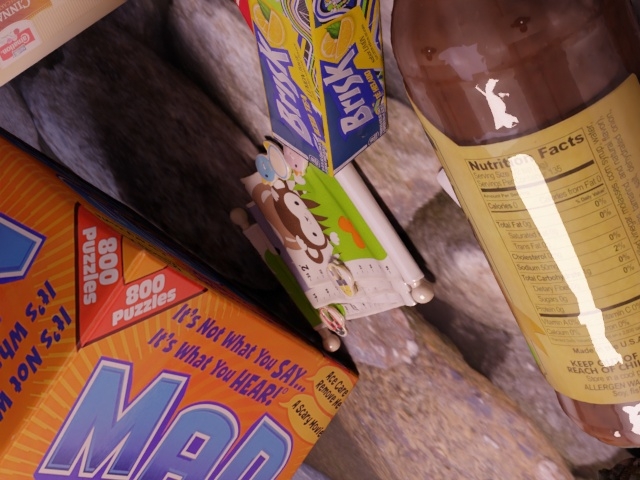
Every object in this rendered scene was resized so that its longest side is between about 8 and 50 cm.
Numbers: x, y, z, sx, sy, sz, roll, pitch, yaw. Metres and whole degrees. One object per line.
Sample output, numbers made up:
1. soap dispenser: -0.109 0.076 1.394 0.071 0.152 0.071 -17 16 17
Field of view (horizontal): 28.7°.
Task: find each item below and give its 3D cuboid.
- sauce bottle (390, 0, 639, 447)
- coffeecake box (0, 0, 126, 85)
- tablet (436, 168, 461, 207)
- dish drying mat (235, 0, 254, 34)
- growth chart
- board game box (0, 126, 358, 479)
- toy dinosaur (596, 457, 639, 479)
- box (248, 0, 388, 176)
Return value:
1. sauce bottle: 0.103 -0.063 0.572 0.111 0.111 0.344 13 136 55
2. coffeecake box: -0.262 -0.195 0.977 0.185 0.142 0.068 25 146 44
3. tablet: 0.100 -0.034 0.747 0.054 0.006 0.083 47 157 6
4. dish drying mat: -0.038 -0.141 0.827 0.032 0.008 0.083 10 135 55
5. growth chart: 0.000 0.000 0.964 0.172 0.021 0.237 52 156 -2
6. board game box: -0.262 0.126 1.052 0.356 0.356 0.356 34 178 33
7. toy dinosaur: 0.218 0.147 0.692 0.118 0.064 0.268 8 167 8
8. box: -0.002 -0.119 0.739 0.059 0.054 0.169 36 154 29
